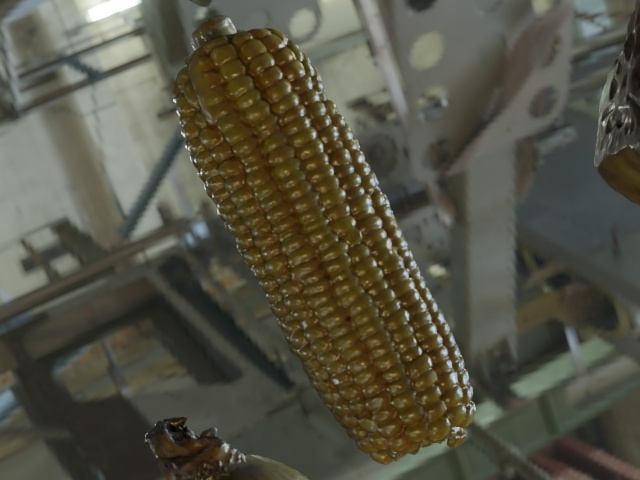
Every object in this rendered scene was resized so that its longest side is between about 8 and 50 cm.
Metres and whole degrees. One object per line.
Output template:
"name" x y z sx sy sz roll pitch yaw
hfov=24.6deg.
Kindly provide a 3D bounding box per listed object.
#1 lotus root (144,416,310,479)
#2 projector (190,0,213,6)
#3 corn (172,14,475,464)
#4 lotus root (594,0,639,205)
"lotus root" -0.022 0.278 1.155 0.151 0.342 0.169 -31 178 -19
"projector" -0.149 -0.411 1.759 0.192 0.099 0.256 29 -127 6
"corn" 0.000 0.000 0.622 0.068 0.207 0.068 -28 -179 1
"lotus root" 0.395 -0.157 1.412 0.250 0.316 0.316 4 -167 -17
